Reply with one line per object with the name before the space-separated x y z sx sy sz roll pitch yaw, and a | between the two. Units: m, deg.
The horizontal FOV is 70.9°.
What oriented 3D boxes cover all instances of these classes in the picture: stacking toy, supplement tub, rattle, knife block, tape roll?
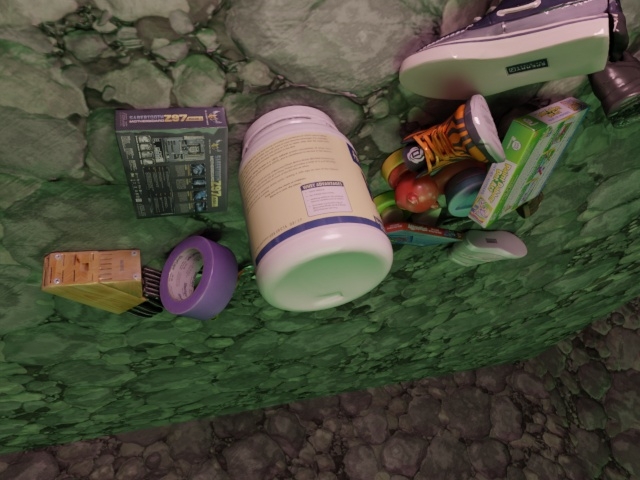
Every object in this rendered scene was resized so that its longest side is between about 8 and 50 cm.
stacking toy | 0.271 -0.080 1.113 0.308 0.131 0.280 1 144 -24
supplement tub | -0.023 -0.061 0.821 0.235 0.325 0.235 -11 148 -7
rattle | -0.287 0.114 1.258 0.200 0.142 0.130 -55 166 26
knife block | -0.514 0.125 1.116 0.275 0.088 0.242 -2 145 -22
tape roll | -0.290 0.089 1.067 0.189 0.189 0.080 -32 145 24

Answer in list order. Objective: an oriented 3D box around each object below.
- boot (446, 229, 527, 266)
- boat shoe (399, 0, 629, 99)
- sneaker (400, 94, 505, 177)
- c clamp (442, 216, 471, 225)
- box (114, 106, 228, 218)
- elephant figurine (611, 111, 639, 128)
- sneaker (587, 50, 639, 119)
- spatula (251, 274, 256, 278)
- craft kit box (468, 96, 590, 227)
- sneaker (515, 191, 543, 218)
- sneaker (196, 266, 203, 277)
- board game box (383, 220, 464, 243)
boot | 0.535 0.032 1.462 0.258 0.095 0.123 9 147 -22
boat shoe | 0.303 -0.344 0.745 0.340 0.158 0.127 1 163 28
sneaker | 0.242 -0.176 0.857 0.180 0.125 0.321 -20 -179 21
c clamp | 0.415 -0.058 1.252 0.160 0.022 0.137 -13 180 -23
box | -0.268 -0.139 0.844 0.183 0.059 0.233 -6 146 -15
elephant figurine | 0.824 -0.318 0.989 0.239 0.169 0.186 2 118 0
sneaker | 0.627 -0.327 0.915 0.286 0.130 0.109 -16 164 -46
spatula | -0.059 0.089 1.333 0.242 0.019 0.168 13 137 -38
craft kit box | 0.460 -0.172 0.998 0.246 0.061 0.250 -27 145 -35
sneaker | 0.584 -0.130 1.259 0.071 0.066 0.188 -38 151 4
sneaker | -0.327 0.079 1.186 0.109 0.040 0.044 -11 165 -2
board game box | 0.254 -0.015 1.227 0.281 0.027 0.145 7 166 -42
